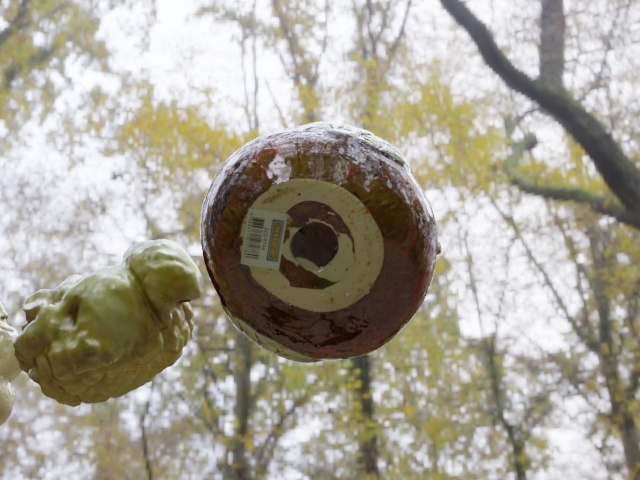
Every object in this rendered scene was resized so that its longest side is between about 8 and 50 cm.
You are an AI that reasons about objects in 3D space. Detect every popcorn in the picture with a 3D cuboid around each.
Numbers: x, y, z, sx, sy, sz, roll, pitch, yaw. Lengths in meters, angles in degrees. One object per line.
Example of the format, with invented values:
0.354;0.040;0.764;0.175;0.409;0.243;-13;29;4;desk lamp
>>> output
-0.293;0.128;1.674;0.286;0.174;0.225;-31;-22;-7;popcorn

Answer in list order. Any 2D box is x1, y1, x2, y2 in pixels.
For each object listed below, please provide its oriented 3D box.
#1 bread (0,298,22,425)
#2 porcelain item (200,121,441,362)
-0.609;0.203;1.822;0.316;0.316;0.054;-11;-28;12;bread
0.000;0.000;1.190;0.253;0.253;0.253;-2;-36;-1;porcelain item
